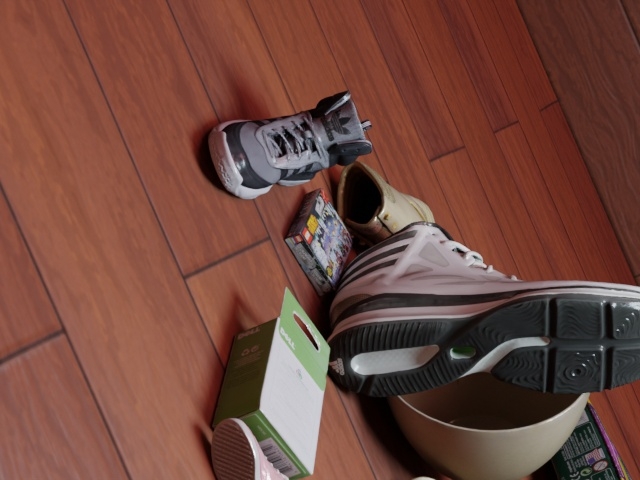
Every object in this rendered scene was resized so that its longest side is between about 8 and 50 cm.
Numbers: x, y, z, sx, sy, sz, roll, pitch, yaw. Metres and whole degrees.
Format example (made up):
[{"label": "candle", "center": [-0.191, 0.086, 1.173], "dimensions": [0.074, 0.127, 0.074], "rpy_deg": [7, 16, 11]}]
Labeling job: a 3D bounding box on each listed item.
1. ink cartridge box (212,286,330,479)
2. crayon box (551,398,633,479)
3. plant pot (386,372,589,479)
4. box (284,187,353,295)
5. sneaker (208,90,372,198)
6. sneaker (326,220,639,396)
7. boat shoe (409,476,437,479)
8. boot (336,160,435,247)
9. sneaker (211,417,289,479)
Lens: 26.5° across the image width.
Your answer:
[{"label": "ink cartridge box", "center": [-0.050, 0.161, 1.512], "dimensions": [0.109, 0.062, 0.209], "rpy_deg": [55, 26, -28]}, {"label": "crayon box", "center": [0.496, 0.470, 2.277], "dimensions": [0.313, 0.106, 0.363], "rpy_deg": [60, 9, -19]}, {"label": "plant pot", "center": [0.223, 0.224, 1.846], "dimensions": [0.284, 0.284, 0.190], "rpy_deg": [-80, 169, -52]}, {"label": "box", "center": [0.000, 0.000, 1.816], "dimensions": [0.094, 0.027, 0.137], "rpy_deg": [58, 25, -19]}, {"label": "sneaker", "center": [-0.029, -0.128, 1.708], "dimensions": [0.268, 0.153, 0.101], "rpy_deg": [-15, 83, -67]}, {"label": "sneaker", "center": [0.231, 0.058, 1.766], "dimensions": [0.257, 0.448, 0.169], "rpy_deg": [-86, 172, -50]}, {"label": "boat shoe", "center": [0.161, 0.376, 1.777], "dimensions": [0.170, 0.063, 0.059], "rpy_deg": [53, 21, -31]}, {"label": "boot", "center": [0.114, 0.023, 1.958], "dimensions": [0.203, 0.095, 0.261], "rpy_deg": [34, 38, -54]}, {"label": "sneaker", "center": [-0.069, 0.242, 1.413], "dimensions": [0.134, 0.051, 0.070], "rpy_deg": [70, 21, -2]}]
